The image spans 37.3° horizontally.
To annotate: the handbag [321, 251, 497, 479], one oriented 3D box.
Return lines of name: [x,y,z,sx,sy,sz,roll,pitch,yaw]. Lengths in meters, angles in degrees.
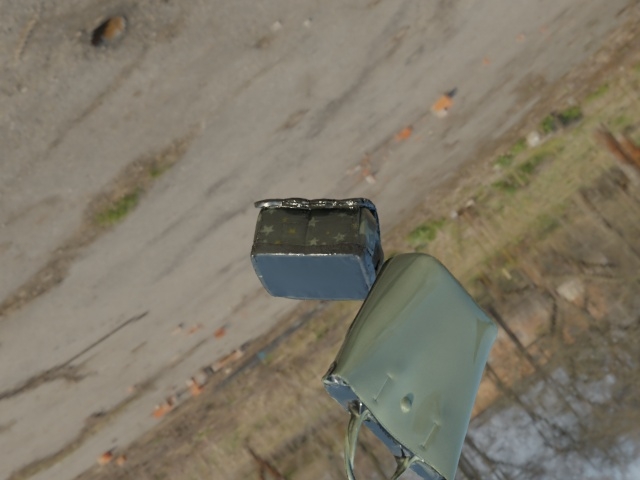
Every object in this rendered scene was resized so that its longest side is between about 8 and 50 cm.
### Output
handbag: [0.116,0.183,1.204,0.109,0.241,0.315,-24,-150,42]

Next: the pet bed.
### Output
pet bed: [0.000,0.000,1.618,0.211,0.159,0.183,-1,147,14]
